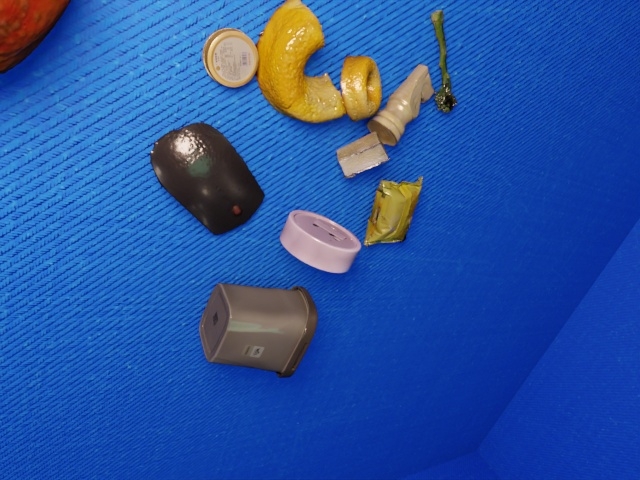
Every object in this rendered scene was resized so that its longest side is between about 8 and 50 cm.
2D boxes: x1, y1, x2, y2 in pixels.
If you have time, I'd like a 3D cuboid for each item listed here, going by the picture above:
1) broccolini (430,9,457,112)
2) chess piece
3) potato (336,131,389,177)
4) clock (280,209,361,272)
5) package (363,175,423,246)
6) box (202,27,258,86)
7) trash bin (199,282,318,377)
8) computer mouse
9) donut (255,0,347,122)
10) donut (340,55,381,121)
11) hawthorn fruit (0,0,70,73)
[{"bbox_3d":[0.302,-0.444,1.084,0.058,0.071,0.254,-12,127,17],"label":"broccolini"},{"bbox_3d":[0.211,-0.339,1.065,0.200,0.090,0.090,-52,134,-8],"label":"chess piece"},{"bbox_3d":[0.101,-0.211,1.058,0.122,0.086,0.061,-23,126,11],"label":"potato"},{"bbox_3d":[0.000,0.000,1.073,0.197,0.197,0.068,11,115,-38],"label":"clock"},{"bbox_3d":[0.210,-0.082,1.228,0.168,0.090,0.226,-8,127,-33],"label":"package"},{"bbox_3d":[-0.173,-0.352,0.825,0.106,0.037,0.105,-17,128,-24],"label":"box"},{"bbox_3d":[-0.165,0.225,1.124,0.250,0.219,0.219,15,109,-32],"label":"trash bin"},{"bbox_3d":[-0.228,-0.120,0.916,0.168,0.087,0.295,-42,136,-6],"label":"computer mouse"},{"bbox_3d":[-0.048,-0.335,0.888,0.152,0.101,0.259,-32,137,-3],"label":"donut"},{"bbox_3d":[0.092,-0.335,0.937,0.152,0.058,0.151,0,90,-66],"label":"donut"},{"bbox_3d":[-0.427,-0.384,0.502,0.368,0.285,0.285,-58,135,-14],"label":"hawthorn fruit"}]
